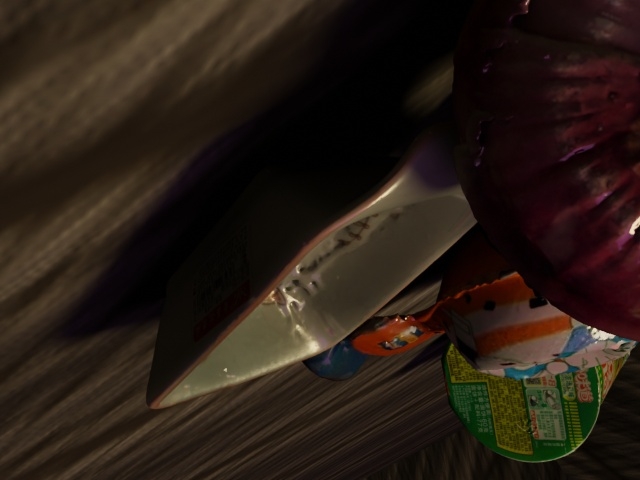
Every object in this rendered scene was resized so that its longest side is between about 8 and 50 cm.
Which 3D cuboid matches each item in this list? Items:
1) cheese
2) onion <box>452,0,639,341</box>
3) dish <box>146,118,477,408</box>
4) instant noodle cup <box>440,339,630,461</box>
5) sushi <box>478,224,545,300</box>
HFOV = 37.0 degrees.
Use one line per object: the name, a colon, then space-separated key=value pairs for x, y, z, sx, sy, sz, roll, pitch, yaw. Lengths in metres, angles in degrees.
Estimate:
cheese: x=0.144 y=0.057 z=0.814 sx=0.330 sy=0.129 sz=0.217 roll=-16 pitch=161 yaw=16
onion: x=0.167 y=-0.067 z=0.420 sx=0.230 sy=0.230 sz=0.163 roll=-32 pitch=-169 yaw=6
dish: x=0.000 y=0.000 z=0.519 sx=0.154 sy=0.064 sz=0.234 roll=-12 pitch=156 yaw=-45
instant noodle cup: x=0.300 y=0.150 z=1.253 sx=0.207 sy=0.207 sz=0.233 roll=-42 pitch=168 yaw=34
sushi: x=0.179 y=-0.045 z=0.589 sx=0.213 sy=0.115 sz=0.147 roll=-23 pitch=159 yaw=-39
